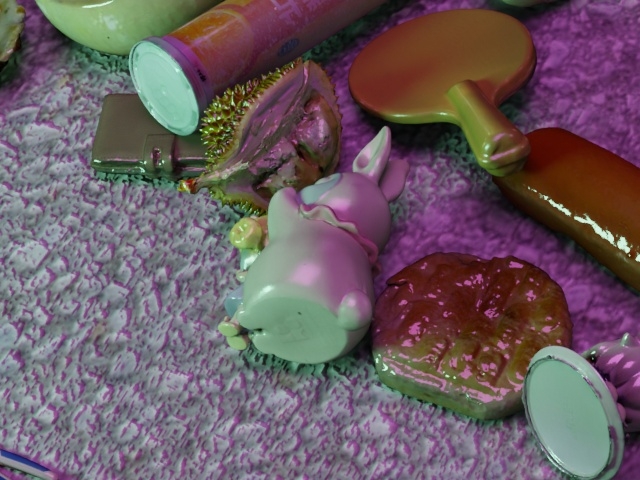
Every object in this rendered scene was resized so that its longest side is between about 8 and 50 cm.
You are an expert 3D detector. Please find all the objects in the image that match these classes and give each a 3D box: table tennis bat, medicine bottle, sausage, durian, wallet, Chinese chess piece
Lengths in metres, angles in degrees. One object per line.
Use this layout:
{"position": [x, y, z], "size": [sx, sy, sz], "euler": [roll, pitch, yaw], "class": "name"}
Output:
{"position": [0.140, -0.158, 1.898], "size": [0.198, 0.050, 0.321], "euler": [-19, 34, -5], "class": "table tennis bat"}
{"position": [-0.011, -0.261, 1.983], "size": [0.108, 0.108, 0.426], "euler": [35, 55, 29], "class": "medicine bottle"}
{"position": [0.303, -0.014, 1.777], "size": [0.097, 0.094, 0.348], "euler": [-39, 56, -20], "class": "sausage"}
{"position": [-0.065, -0.086, 1.854], "size": [0.208, 0.146, 0.102], "euler": [-33, 20, -34], "class": "durian"}
{"position": [-0.160, -0.110, 1.939], "size": [0.152, 0.039, 0.118], "euler": [3, 45, 8], "class": "wallet"}
{"position": [-0.202, -0.327, 2.031], "size": [0.257, 0.104, 0.257], "euler": [-14, 58, 22], "class": "Chinese chess piece"}

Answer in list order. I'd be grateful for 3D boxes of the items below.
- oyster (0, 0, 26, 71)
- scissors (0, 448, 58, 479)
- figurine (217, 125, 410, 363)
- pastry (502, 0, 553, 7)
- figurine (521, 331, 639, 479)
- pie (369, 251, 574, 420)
{"position": [-0.429, -0.221, 2.036], "size": [0.204, 0.111, 0.396], "euler": [23, 53, 2], "class": "oyster"}
{"position": [-0.296, 0.209, 1.705], "size": [0.113, 0.012, 0.039], "euler": [21, 55, 21], "class": "scissors"}
{"position": [0.000, 0.000, 1.779], "size": [0.155, 0.127, 0.235], "euler": [-21, 35, 36], "class": "figurine"}
{"position": [0.240, -0.327, 2.007], "size": [0.156, 0.156, 0.092], "euler": [-28, 60, -17], "class": "pastry"}
{"position": [0.277, 0.133, 1.656], "size": [0.153, 0.132, 0.132], "euler": [-21, 50, -29], "class": "figurine"}
{"position": [0.144, 0.082, 1.746], "size": [0.195, 0.046, 0.195], "euler": [-3, 52, 4], "class": "pie"}
